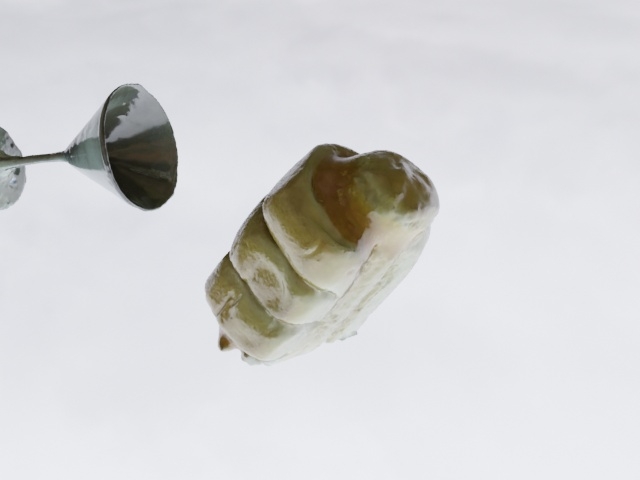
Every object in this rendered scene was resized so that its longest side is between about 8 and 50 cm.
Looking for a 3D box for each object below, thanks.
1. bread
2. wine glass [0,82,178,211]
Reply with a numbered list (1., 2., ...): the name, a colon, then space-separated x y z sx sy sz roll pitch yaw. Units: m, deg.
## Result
1. bread: 0.000 0.000 0.795 0.301 0.341 0.210 -19 -118 -44
2. wine glass: -0.545 -0.180 1.195 0.407 0.267 0.267 -2 -147 15
